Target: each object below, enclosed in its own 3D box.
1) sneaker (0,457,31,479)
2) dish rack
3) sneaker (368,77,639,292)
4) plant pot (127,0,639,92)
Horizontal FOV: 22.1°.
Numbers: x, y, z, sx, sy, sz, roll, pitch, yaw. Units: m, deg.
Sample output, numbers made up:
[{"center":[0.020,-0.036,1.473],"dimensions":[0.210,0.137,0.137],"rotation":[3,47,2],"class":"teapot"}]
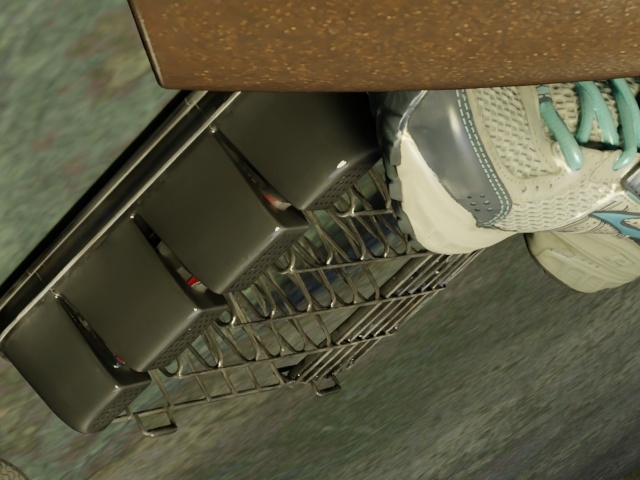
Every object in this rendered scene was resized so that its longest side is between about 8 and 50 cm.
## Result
[{"center":[-0.249,0.208,0.764],"dimensions":[0.281,0.105,0.115],"rotation":[-26,165,-18],"class":"sneaker"},{"center":[0.000,0.000,0.750],"dimensions":[0.208,0.074,0.271],"rotation":[-43,162,24],"class":"dish rack"},{"center":[0.113,-0.051,0.645],"dimensions":[0.122,0.110,0.283],"rotation":[-14,167,28],"class":"sneaker"},{"center":[0.053,-0.122,0.383],"dimensions":[0.230,0.215,0.215],"rotation":[-20,160,-4],"class":"plant pot"}]
